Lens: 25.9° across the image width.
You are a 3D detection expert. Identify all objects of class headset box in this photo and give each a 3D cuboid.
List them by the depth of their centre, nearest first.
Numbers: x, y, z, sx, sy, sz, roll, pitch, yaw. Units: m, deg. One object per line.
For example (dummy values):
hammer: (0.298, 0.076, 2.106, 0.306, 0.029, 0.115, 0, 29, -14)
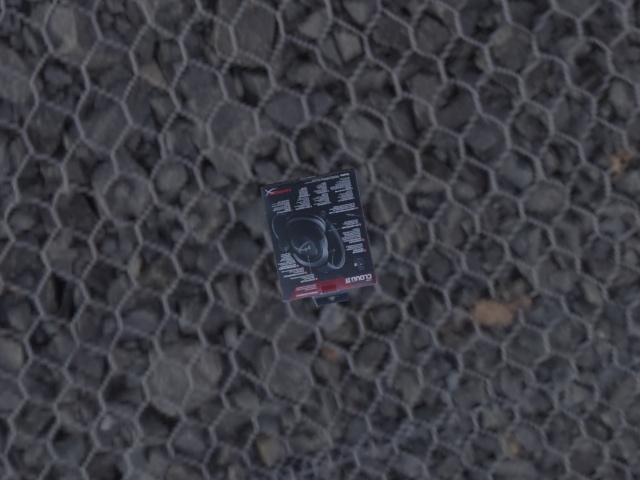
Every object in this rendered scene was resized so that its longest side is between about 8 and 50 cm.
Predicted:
headset box: (0.000, 0.000, 0.888, 0.062, 0.032, 0.083, -12, 95, 2)
